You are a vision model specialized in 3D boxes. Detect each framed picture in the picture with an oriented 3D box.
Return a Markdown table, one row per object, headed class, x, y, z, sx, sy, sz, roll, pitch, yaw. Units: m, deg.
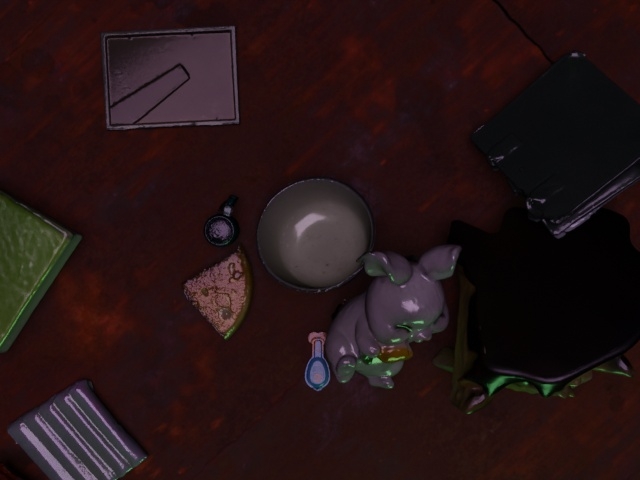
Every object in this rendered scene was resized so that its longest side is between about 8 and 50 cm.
| class | x | y | z | sx | sy | sz | roll | pitch | yaw |
| --- | --- | --- | --- | --- | --- | --- | --- | --- | --- |
| framed picture | -0.273 | -0.296 | 1.557 | 0.250 | 0.016 | 0.184 | -4 | 93 | 1 |

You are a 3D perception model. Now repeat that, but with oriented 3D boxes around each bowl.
| class | x | y | z | sx | sy | sz | roll | pitch | yaw |
| --- | --- | --- | --- | --- | --- | --- | --- | --- | --- |
| bowl | 0.000 | 0.000 | 1.503 | 0.212 | 0.112 | 0.211 | -3 | 76 | 12 |

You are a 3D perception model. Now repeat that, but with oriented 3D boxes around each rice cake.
| class | x | y | z | sx | sy | sz | roll | pitch | yaw |
| --- | --- | --- | --- | --- | --- | --- | --- | --- | --- |
| rice cake | -0.448 | 0.374 | 1.576 | 0.189 | 0.037 | 0.198 | -33 | 91 | 2 |

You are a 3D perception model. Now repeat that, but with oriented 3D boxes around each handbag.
| class | x | y | z | sx | sy | sz | roll | pitch | yaw |
| --- | --- | --- | --- | --- | --- | --- | --- | --- | --- |
| handbag | 0.423 | -0.167 | 1.472 | 0.260 | 0.079 | 0.247 | -37 | 59 | 4 |

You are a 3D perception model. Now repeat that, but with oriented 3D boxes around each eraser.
| class | x | y | z | sx | sy | sz | roll | pitch | yaw |
| --- | --- | --- | --- | --- | --- | --- | --- | --- | --- |
| eraser | -0.593 | 0.047 | 1.539 | 0.210 | 0.092 | 0.274 | 32 | 94 | 0 |

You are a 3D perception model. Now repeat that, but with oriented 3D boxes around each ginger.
| class | x | y | z | sx | sy | sz | roll | pitch | yaw |
| --- | --- | --- | --- | --- | --- | --- | --- | --- | --- |
| ginger | 0.383 | 0.122 | 1.495 | 0.414 | 0.211 | 0.358 | -21 | 58 | -1 |

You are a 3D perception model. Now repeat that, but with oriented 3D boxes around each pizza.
| class | x | y | z | sx | sy | sz | roll | pitch | yaw |
| --- | --- | --- | --- | --- | --- | --- | --- | --- | --- |
| pizza | -0.188 | 0.094 | 1.560 | 0.131 | 0.041 | 0.178 | -3 | 93 | -2 |

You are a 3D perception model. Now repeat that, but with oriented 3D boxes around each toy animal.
| class | x | y | z | sx | sy | sz | roll | pitch | yaw |
| --- | --- | --- | --- | --- | --- | --- | --- | --- | --- |
| toy animal | 0.117 | 0.119 | 1.445 | 0.209 | 0.154 | 0.325 | -5 | 133 | -15 |

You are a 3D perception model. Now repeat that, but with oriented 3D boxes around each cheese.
| class | x | y | z | sx | sy | sz | roll | pitch | yaw |
| --- | --- | --- | --- | --- | --- | --- | --- | --- | --- |
| cheese | -0.005 | 0.223 | 1.575 | 0.047 | 0.017 | 0.111 | 1 | 92 | -3 |

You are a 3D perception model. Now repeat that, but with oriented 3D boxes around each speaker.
| class | x | y | z | sx | sy | sz | roll | pitch | yaw |
| --- | --- | --- | --- | --- | --- | --- | --- | --- | --- |
| speaker | -0.178 | -0.036 | 1.536 | 0.060 | 0.075 | 0.094 | 1 | 92 | 0 |

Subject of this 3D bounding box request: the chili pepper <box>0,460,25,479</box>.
| class | x | y | z | sx | sy | sz | roll | pitch | yaw |
| --- | --- | --- | --- | --- | --- | --- | --- | --- | --- |
| chili pepper | -0.543 | 0.529 | 1.555 | 0.253 | 0.136 | 0.144 | 41 | 66 | -9 |
